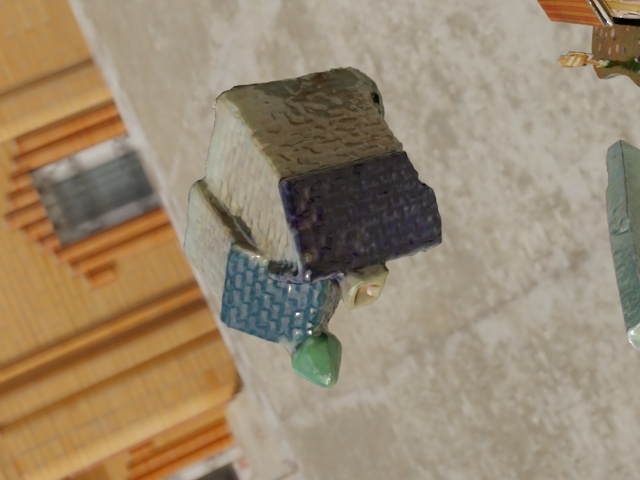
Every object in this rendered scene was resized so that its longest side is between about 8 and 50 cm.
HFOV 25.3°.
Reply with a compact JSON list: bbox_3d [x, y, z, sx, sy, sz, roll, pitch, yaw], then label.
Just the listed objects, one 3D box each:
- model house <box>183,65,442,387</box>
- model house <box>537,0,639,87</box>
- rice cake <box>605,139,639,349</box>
[{"bbox_3d":[-0.002,0.000,1.688,0.298,0.243,0.284,100,150,-42],"label":"model house"},{"bbox_3d":[0.320,-0.291,1.676,0.294,0.154,0.207,-130,45,-76],"label":"model house"},{"bbox_3d":[0.368,0.004,1.614,0.051,0.081,0.290,120,159,-45],"label":"rice cake"}]
